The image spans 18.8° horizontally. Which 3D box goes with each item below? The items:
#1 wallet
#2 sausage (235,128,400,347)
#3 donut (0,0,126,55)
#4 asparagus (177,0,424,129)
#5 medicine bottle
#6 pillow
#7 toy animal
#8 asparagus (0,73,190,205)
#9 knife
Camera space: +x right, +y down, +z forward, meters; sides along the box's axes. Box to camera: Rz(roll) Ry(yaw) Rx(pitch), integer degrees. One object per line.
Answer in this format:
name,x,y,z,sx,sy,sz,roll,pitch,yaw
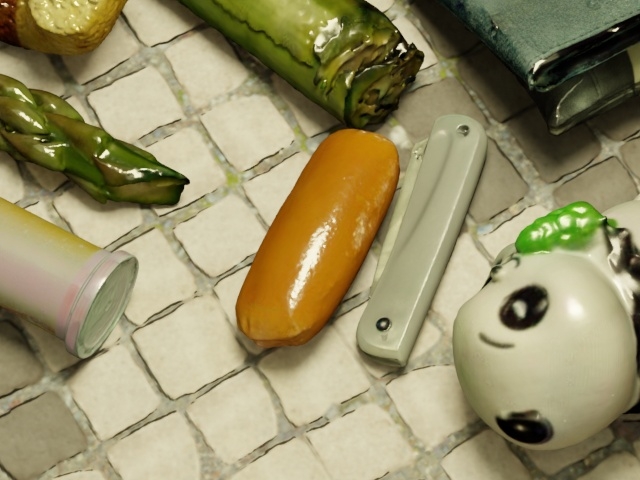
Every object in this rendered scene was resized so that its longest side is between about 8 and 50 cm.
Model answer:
wallet,0.179,-0.285,1.889,0.190,0.046,0.379,-28,46,-14
sausage,0.000,0.000,1.809,0.098,0.098,0.238,25,66,9
donut,-0.298,-0.248,1.895,0.295,0.151,0.112,16,79,20
asparagus,-0.074,-0.254,1.910,0.382,0.108,0.128,37,33,16
medicine bottle,-0.378,-0.032,1.811,0.426,0.108,0.108,27,68,12
pillow,0.290,-0.207,1.897,0.250,0.106,0.186,-23,50,-11
toy animal,0.244,0.066,1.723,0.266,0.212,0.213,-14,67,-15
asparagus,-0.264,-0.101,1.858,0.287,0.080,0.080,30,68,12
knife,0.095,-0.004,1.842,0.073,0.040,0.266,13,66,17
